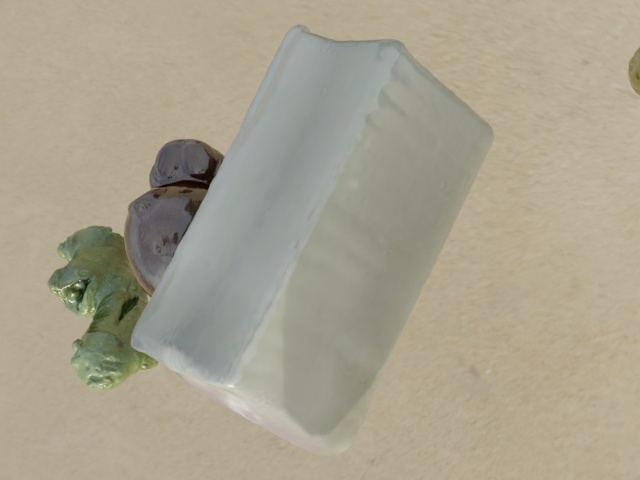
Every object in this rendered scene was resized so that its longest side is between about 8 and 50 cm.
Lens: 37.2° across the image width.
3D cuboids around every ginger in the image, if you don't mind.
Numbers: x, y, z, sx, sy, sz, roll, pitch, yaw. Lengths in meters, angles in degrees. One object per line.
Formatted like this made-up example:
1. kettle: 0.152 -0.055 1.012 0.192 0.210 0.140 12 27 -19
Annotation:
1. ginger: -0.307 0.091 1.334 0.089 0.137 0.290 -47 50 27

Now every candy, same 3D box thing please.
1. candy: 0.003 0.001 0.872 0.145 0.208 0.358 19 79 43

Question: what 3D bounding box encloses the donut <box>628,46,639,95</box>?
1. donut: 0.371 -0.150 0.728 0.261 0.208 0.128 18 101 47

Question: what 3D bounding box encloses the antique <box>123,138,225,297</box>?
1. antique: -0.112 0.039 0.965 0.121 0.143 0.257 -3 132 17
